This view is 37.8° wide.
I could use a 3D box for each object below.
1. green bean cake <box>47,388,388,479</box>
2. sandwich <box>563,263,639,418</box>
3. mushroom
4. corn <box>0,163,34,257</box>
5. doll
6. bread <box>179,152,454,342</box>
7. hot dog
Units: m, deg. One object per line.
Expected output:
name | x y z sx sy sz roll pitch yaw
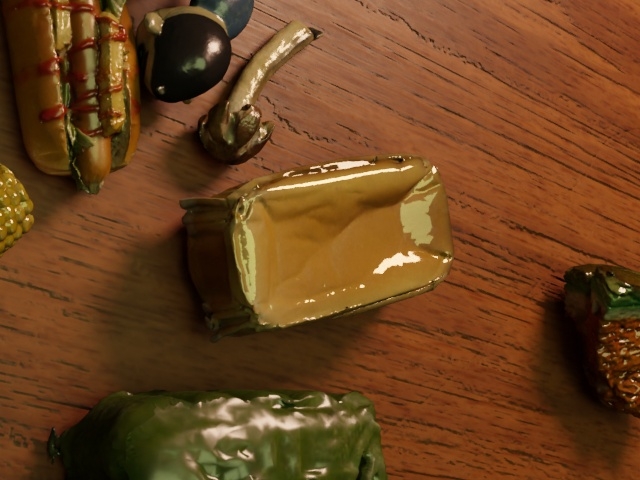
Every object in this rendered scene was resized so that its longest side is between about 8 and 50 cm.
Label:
green bean cake | -0.069 0.242 0.728 0.247 0.156 0.250 6 81 -35
sandwich | 0.341 0.112 1.066 0.185 0.109 0.160 20 93 -33
mushroom | -0.048 -0.144 0.851 0.060 0.061 0.187 40 60 -19
corn | -0.316 0.021 0.623 0.091 0.091 0.260 44 51 17
doll | -0.109 -0.181 0.797 0.102 0.089 0.179 65 30 -41
bread | 0.000 0.000 0.834 0.241 0.107 0.136 -14 95 -35
hot dog | -0.194 -0.160 0.739 0.104 0.076 0.250 -5 85 -36
